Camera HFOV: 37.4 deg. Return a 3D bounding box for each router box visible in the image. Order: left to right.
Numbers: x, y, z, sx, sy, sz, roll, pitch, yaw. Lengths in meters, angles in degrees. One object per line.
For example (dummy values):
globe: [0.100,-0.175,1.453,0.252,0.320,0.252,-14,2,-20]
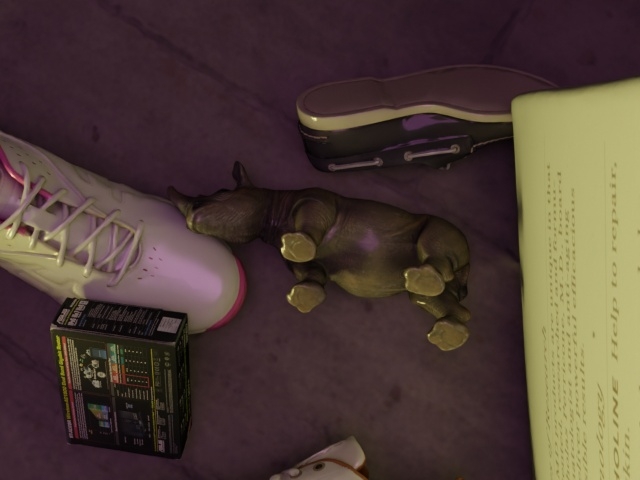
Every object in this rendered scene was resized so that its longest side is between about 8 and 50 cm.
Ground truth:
router box: [-0.145,0.104,0.704,0.092,0.038,0.123,7,125,4]

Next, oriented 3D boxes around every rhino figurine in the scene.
rhino figurine: [0.000,0.000,0.701,0.243,0.106,0.073,17,120,5]

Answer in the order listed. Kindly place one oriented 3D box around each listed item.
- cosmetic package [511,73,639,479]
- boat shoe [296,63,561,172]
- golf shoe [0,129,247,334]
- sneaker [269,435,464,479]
cosmetic package: [0.296,0.066,0.499,0.329,0.394,0.328,-4,97,4]
boat shoe: [0.085,-0.089,0.728,0.206,0.075,0.065,-4,129,-1]
golf shoe: [-0.203,-0.010,0.698,0.306,0.140,0.115,22,87,4]
sneaker: [-0.028,0.204,0.700,0.289,0.106,0.123,6,70,2]
